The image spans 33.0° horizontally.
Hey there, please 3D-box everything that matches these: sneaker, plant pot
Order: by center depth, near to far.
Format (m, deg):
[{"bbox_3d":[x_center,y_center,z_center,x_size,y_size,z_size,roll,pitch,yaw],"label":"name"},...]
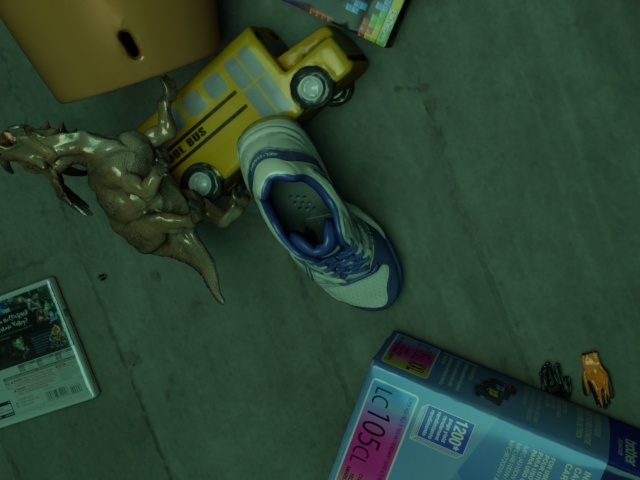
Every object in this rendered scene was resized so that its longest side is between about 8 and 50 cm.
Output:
[{"bbox_3d":[-0.239,-0.281,1.221,0.290,0.291,0.204,-13,104,16],"label":"plant pot"},{"bbox_3d":[0.000,0.000,1.231,0.111,0.131,0.296,-33,122,13],"label":"sneaker"}]

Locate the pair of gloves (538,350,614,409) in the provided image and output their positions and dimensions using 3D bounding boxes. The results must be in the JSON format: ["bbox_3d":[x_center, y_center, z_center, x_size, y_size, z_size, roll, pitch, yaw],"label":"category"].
[{"bbox_3d":[0.307,0.174,1.296,0.083,0.010,0.074,-16,97,19],"label":"pair of gloves"}]

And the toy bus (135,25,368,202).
[{"bbox_3d":[-0.104,-0.143,1.296,0.332,0.108,0.130,-39,87,18],"label":"toy bus"}]

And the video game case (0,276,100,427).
[{"bbox_3d":[-0.414,0.158,1.475,0.190,0.022,0.173,-19,95,18],"label":"video game case"}]

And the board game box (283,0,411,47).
[{"bbox_3d":[0.051,-0.330,1.253,0.141,0.048,0.170,25,105,8],"label":"board game box"}]

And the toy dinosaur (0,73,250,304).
[{"bbox_3d":[-0.214,-0.048,1.229,0.200,0.127,0.296,-27,107,28],"label":"toy dinosaur"}]

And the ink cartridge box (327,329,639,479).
[{"bbox_3d":[0.211,0.309,1.272,0.395,0.151,0.270,21,107,8],"label":"ink cartridge box"}]
